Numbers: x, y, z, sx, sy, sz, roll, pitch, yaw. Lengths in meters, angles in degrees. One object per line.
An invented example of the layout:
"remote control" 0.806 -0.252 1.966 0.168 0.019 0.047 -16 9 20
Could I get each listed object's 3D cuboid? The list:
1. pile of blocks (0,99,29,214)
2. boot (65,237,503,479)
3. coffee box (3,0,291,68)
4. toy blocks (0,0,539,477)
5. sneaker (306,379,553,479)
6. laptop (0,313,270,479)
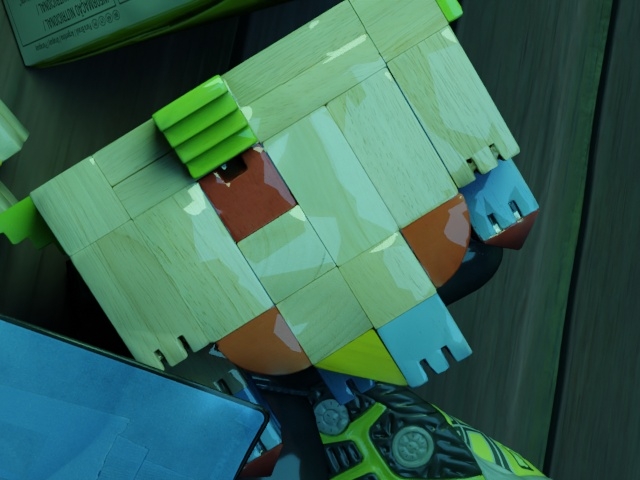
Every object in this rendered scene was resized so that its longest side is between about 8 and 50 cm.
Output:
"pile of blocks" -0.305 0.049 0.749 0.362 0.149 0.112 -50 115 -28
"boot" 0.000 0.211 0.905 0.367 0.146 0.445 -8 89 0
"coffee box" -0.064 -0.346 0.827 0.337 0.338 0.334 -24 102 -34
"toy blocks" 0.000 0.000 0.762 0.381 0.191 0.261 -32 98 0
"sneaker" 0.105 0.233 1.063 0.384 0.147 0.145 37 92 -11
"laptop" -0.275 0.235 0.608 0.382 0.236 0.408 -62 168 13
